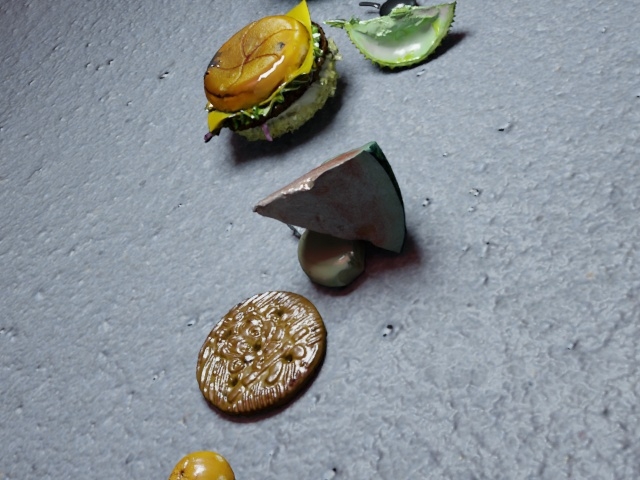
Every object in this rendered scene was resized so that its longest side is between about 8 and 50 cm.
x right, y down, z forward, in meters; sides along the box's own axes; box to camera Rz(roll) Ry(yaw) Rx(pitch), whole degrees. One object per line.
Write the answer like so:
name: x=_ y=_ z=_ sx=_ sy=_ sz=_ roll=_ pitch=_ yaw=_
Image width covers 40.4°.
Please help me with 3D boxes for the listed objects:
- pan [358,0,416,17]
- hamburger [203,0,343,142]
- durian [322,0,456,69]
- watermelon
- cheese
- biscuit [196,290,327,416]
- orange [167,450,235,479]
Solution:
pan: x=0.118 y=-0.403 z=1.517 sx=0.115 sy=0.023 sz=0.068 roll=17 pitch=62 yaw=37
hamburger: x=-0.084 y=-0.257 z=1.418 sx=0.261 sy=0.139 sz=0.243 roll=-19 pitch=44 yaw=22
durian: x=0.116 y=-0.337 z=1.401 sx=0.215 sy=0.100 sz=0.086 roll=-7 pitch=45 yaw=13
watermelon: x=0.017 y=-0.085 z=1.148 sx=0.207 sy=0.202 sz=0.136 roll=43 pitch=119 yaw=55
cheese: x=0.006 y=-0.003 z=1.203 sx=0.092 sy=0.048 sz=0.171 roll=-27 pitch=42 yaw=4
biscuit: x=-0.080 y=0.142 z=1.138 sx=0.187 sy=0.027 sz=0.188 roll=-17 pitch=44 yaw=18
orange: x=-0.138 y=0.286 z=1.010 sx=0.083 sy=0.070 sz=0.083 roll=-20 pitch=44 yaw=21
